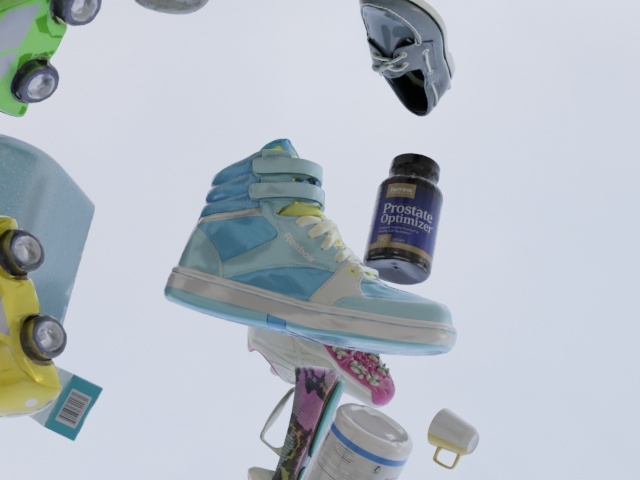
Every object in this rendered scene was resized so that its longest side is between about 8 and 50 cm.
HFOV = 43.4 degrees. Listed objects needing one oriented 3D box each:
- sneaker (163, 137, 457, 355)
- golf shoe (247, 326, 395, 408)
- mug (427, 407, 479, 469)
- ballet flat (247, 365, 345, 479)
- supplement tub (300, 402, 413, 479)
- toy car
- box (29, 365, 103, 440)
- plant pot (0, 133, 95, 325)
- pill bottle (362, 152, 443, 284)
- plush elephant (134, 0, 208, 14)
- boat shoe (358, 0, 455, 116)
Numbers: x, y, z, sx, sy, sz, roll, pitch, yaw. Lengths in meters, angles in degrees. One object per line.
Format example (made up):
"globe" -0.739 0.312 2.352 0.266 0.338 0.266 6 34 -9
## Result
"sneaker" 0.000 0.000 0.843 0.319 0.127 0.208 11 -101 18
"golf shoe" -0.006 0.208 1.410 0.306 0.140 0.115 36 -156 25
"mug" 0.207 0.305 1.237 0.064 0.078 0.062 21 -147 38
"ballet flat" -0.037 0.248 0.922 0.079 0.077 0.221 12 -111 14
"supplement tub" 0.023 0.194 0.657 0.071 0.071 0.107 30 -78 28
"toy car" -0.178 -0.058 0.375 0.239 0.053 0.225 42 -69 18
"box" -0.472 0.281 1.440 0.244 0.060 0.100 -3 -124 58
"plant pot" -0.469 -0.021 1.040 0.248 0.252 0.247 5 -119 4
"pill bottle" 0.153 -0.041 1.440 0.123 0.123 0.219 7 -116 13
"plush elephant" -0.178 -0.463 1.084 0.255 0.272 0.330 -10 -130 -22
"boat shoe" 0.132 -0.288 1.249 0.116 0.319 0.099 20 -96 26
